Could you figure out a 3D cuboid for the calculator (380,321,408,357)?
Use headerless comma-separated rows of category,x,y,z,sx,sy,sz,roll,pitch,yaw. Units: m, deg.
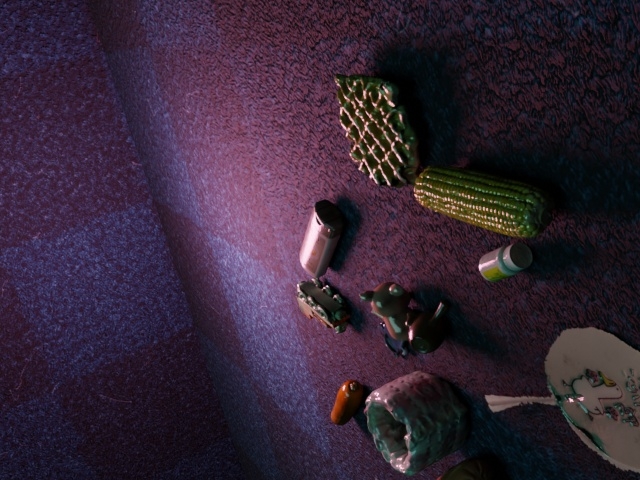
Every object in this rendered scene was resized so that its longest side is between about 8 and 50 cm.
calculator,0.162,0.203,1.484,0.094,0.019,0.141,52,154,32

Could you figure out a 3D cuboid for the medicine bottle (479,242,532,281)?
medicine bottle,0.281,0.033,1.042,0.047,0.047,0.083,64,157,6

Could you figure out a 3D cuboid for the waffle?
waffle,0.104,-0.191,1.201,0.223,0.054,0.203,31,138,56

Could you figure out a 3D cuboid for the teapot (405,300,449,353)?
teapot,0.201,0.156,1.291,0.085,0.080,0.110,30,132,10

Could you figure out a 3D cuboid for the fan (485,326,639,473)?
fan,0.385,0.244,1.059,0.415,0.012,0.232,-25,88,64

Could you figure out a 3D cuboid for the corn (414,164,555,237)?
corn,0.236,-0.062,1.009,0.248,0.081,0.081,26,134,56

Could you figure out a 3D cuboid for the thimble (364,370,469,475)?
thimble,0.199,0.370,1.402,0.185,0.149,0.211,66,156,7

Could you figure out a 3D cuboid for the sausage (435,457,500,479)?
sausage,0.283,0.536,1.406,0.121,0.121,0.304,56,155,22

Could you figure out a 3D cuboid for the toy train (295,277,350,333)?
toy train,0.008,0.168,1.719,0.176,0.074,0.118,35,151,43

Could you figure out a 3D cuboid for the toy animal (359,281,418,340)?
toy animal,0.154,0.143,1.372,0.150,0.083,0.089,52,-179,-7

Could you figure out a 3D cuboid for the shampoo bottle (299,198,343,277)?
shampoo bottle,0.000,0.000,1.591,0.086,0.056,0.227,56,154,21

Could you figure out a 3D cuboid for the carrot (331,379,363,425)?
carrot,0.072,0.433,1.828,0.067,0.067,0.225,55,156,24
